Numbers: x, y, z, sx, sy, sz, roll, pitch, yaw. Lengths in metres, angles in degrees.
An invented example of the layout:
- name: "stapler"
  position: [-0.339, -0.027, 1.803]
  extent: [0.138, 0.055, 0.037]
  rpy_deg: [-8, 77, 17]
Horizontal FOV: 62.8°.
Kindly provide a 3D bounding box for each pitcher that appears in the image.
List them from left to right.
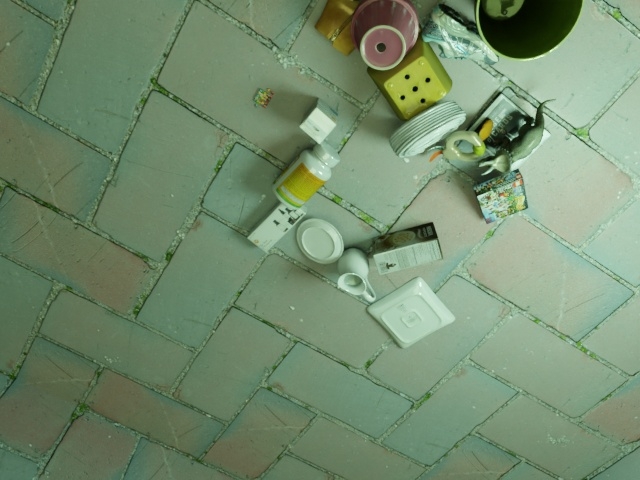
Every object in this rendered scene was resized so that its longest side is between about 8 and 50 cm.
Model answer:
- name: "pitcher"
  position: [0.144, 0.133, 2.014]
  extent: [0.125, 0.207, 0.178]
  rpy_deg: [-39, 110, 22]

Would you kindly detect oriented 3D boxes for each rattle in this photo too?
- name: "rattle"
  position: [0.471, -0.345, 1.793]
  extent: [0.130, 0.143, 0.199]
  rpy_deg: [25, 159, -33]

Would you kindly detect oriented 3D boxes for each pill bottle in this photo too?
- name: "pill bottle"
  position: [-0.048, -0.236, 1.862]
  extent: [0.136, 0.136, 0.245]
  rpy_deg: [40, 114, -17]

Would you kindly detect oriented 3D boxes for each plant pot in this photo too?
- name: "plant pot"
  position: [0.184, -0.592, 1.517]
  extent: [0.201, 0.180, 0.201]
  rpy_deg: [5, 133, 5]
- name: "plant pot"
  position: [0.292, -0.503, 1.664]
  extent: [0.212, 0.187, 0.212]
  rpy_deg: [-32, 112, 19]
- name: "plant pot"
  position: [0.552, -0.677, 1.488]
  extent: [0.274, 0.293, 0.275]
  rpy_deg: [1, 118, 3]

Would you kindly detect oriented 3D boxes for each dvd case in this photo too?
- name: "dvd case"
  position: [0.644, -0.368, 1.806]
  extent: [0.238, 0.029, 0.179]
  rpy_deg: [33, 115, -14]

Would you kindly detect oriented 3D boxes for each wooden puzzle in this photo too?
- name: "wooden puzzle"
  position: [-0.199, -0.490, 1.805]
  extent: [0.049, 0.006, 0.083]
  rpy_deg: [31, 116, -13]

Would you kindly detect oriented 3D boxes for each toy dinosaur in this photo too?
- name: "toy dinosaur"
  position: [0.665, -0.321, 1.721]
  extent: [0.313, 0.160, 0.121]
  rpy_deg: [-38, 111, 23]

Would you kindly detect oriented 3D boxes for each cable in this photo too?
- name: "cable"
  position: [0.347, -0.361, 1.701]
  extent: [0.257, 0.257, 0.089]
  rpy_deg: [-32, 86, 47]

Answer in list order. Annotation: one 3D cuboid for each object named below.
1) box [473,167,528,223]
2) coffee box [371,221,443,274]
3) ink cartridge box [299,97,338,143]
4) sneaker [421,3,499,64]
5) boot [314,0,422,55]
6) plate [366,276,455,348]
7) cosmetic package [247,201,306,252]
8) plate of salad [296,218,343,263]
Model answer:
- name: "box"
  position: [0.639, -0.150, 1.848]
  extent: [0.159, 0.044, 0.233]
  rpy_deg: [-22, 150, 16]
- name: "coffee box"
  position: [0.327, 0.030, 1.985]
  extent: [0.246, 0.141, 0.098]
  rpy_deg: [-16, 116, 11]
- name: "ink cartridge box"
  position: [-0.004, -0.401, 1.764]
  extent: [0.092, 0.143, 0.090]
  rpy_deg: [37, 115, -16]
- name: "sneaker"
  position: [0.434, -0.618, 1.634]
  extent: [0.283, 0.110, 0.122]
  rpy_deg: [22, 136, -26]
- name: "boot"
  position: [0.147, -0.666, 1.644]
  extent: [0.295, 0.104, 0.211]
  rpy_deg: [30, 123, -10]
- name: "plate"
  position: [0.380, 0.318, 2.195]
  extent: [0.277, 0.045, 0.278]
  rpy_deg: [-34, 111, 21]
- name: "cosmetic package"
  position: [-0.168, -0.067, 2.008]
  extent: [0.099, 0.060, 0.239]
  rpy_deg: [40, 114, -16]
- name: "plate of salad"
  position: [0.000, 0.000, 2.030]
  extent: [0.200, 0.048, 0.200]
  rpy_deg: [13, 124, 20]
